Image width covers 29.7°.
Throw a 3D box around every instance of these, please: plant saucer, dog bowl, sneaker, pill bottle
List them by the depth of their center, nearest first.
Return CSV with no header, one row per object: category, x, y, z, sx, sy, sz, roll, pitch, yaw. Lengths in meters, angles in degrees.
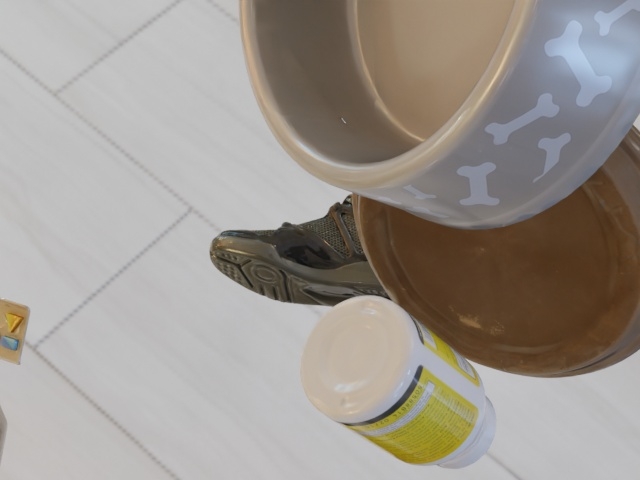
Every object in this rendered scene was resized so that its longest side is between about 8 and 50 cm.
pill bottle,0.045,0.078,0.620,0.065,0.116,0.065,-18,55,27
dog bowl,0.068,-0.182,0.783,0.102,0.349,0.348,2,56,-36
plant saucer,0.140,-0.004,0.934,0.278,0.278,0.041,35,43,11
sneaker,0.000,0.000,1.296,0.228,0.087,0.130,6,57,7

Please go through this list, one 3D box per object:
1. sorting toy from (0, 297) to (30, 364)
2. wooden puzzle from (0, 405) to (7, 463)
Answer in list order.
sorting toy,-0.330,0.086,1.214,0.083,0.012,0.062,13,97,28
wooden puzzle,-0.275,0.161,0.861,0.044,0.238,0.221,0,45,-2
